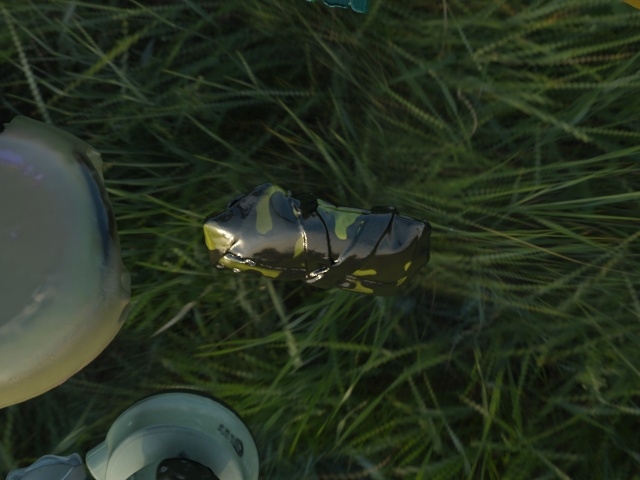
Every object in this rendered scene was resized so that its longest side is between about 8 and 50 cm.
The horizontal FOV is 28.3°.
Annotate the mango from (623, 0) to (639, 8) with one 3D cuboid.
[{"bbox_3d":[0.167,-0.175,0.552,0.114,0.251,0.156,10,89,-6],"label":"mango"}]

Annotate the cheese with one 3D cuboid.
[{"bbox_3d":[-0.252,0.029,0.730,0.286,0.082,0.163,-13,73,-2],"label":"cheese"}]

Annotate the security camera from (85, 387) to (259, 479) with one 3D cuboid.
[{"bbox_3d":[-0.179,0.312,1.498,0.191,0.277,0.197,-34,105,16],"label":"security camera"}]

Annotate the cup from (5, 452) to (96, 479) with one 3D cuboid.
[{"bbox_3d":[-0.349,0.384,1.708,0.167,0.300,0.173,-14,101,-4],"label":"cup"}]

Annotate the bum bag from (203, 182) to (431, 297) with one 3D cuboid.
[{"bbox_3d":[0.000,0.000,1.177,0.232,0.060,0.107,10,130,-29],"label":"bum bag"}]

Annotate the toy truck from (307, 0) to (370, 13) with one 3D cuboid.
[{"bbox_3d":[0.031,-0.482,1.611,0.178,0.176,0.363,20,102,8],"label":"toy truck"}]
